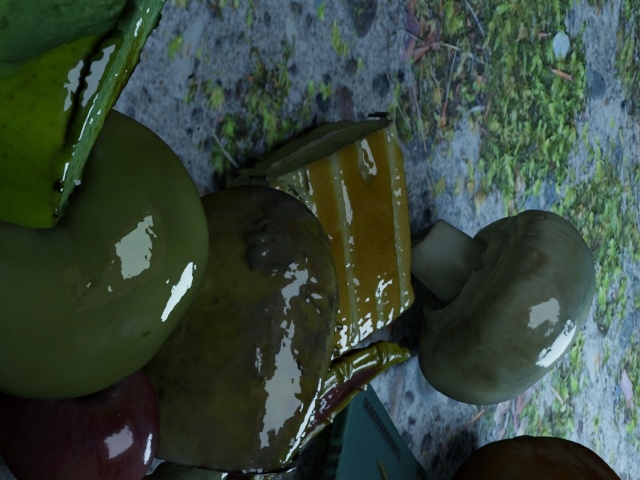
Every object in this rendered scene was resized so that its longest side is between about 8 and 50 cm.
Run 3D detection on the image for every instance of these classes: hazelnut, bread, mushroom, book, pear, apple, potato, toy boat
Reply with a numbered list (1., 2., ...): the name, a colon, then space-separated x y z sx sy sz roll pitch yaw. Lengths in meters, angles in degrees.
1. hazelnut: 0.297 0.437 2.450 0.366 0.366 0.366 -19 113 -54
2. bread: 0.000 0.000 2.061 0.239 0.111 0.246 -31 122 -51
3. mushroom: 0.201 0.066 2.303 0.234 0.254 0.260 33 83 -11
4. book: 0.052 0.377 2.212 0.264 0.031 0.379 59 34 -44
5. pear: -0.262 -0.180 1.489 0.292 0.292 0.159 -57 166 -33
6. apple: -0.222 0.176 1.727 0.153 0.153 0.120 -39 143 -46
7. apple: -0.229 0.008 1.602 0.262 0.262 0.262 -19 113 -54
8. potato: -0.085 0.077 1.859 0.229 0.229 0.266 -1 100 -57
9. toy boat: -0.027 0.212 2.058 0.318 0.099 0.141 -50 169 -27

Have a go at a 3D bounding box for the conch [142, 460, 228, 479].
1. conch: -0.206 0.327 1.779 0.203 0.169 0.386 57 47 -21
